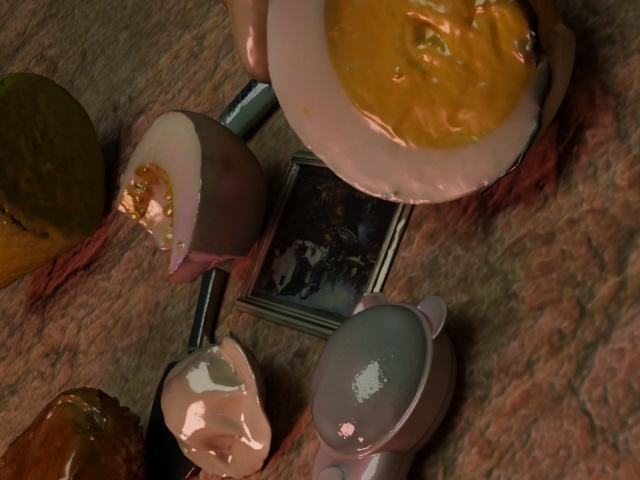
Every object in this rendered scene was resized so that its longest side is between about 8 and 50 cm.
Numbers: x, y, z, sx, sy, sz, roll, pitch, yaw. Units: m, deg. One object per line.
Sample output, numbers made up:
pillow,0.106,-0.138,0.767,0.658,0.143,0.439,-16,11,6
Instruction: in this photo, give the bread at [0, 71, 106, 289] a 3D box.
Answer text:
bread,-0.534,-0.106,2.246,0.308,0.348,0.348,-23,51,40

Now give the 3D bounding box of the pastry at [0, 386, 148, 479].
pastry,-0.328,0.341,1.810,0.311,0.162,0.255,-39,39,38

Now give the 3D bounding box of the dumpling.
dumpling,-0.122,0.209,1.661,0.216,0.126,0.166,-33,70,27

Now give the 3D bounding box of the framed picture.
framed picture,0.000,0.000,1.698,0.296,0.019,0.232,11,78,57

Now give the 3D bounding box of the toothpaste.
toothpaste,-0.055,-0.236,1.915,0.297,0.048,0.075,-46,38,22

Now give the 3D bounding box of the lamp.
lamp,0.049,0.169,1.436,0.179,0.108,0.246,-2,68,59

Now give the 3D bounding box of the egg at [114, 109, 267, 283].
egg,-0.145,-0.056,1.809,0.271,0.161,0.206,32,106,57

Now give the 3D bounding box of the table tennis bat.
table tennis bat,-0.173,0.180,1.823,0.173,0.022,0.301,-15,58,51

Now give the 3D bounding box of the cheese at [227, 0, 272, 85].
cheese,-0.056,-0.373,1.726,0.328,0.351,0.129,-61,26,11

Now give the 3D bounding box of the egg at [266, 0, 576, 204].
egg,0.123,-0.206,1.480,0.337,0.201,0.337,8,107,29

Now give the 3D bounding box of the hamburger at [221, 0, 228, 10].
hamburger,-0.058,-0.409,1.903,0.330,0.162,0.209,122,145,-53
